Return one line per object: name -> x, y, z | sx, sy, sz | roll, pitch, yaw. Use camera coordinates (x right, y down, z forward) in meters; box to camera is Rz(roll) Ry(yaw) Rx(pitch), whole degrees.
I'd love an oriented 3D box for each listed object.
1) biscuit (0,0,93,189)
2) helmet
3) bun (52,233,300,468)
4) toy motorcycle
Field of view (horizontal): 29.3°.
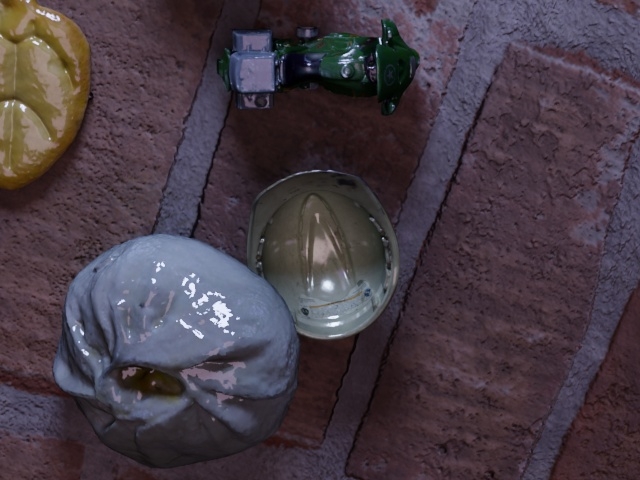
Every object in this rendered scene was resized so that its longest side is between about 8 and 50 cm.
biscuit -> -0.401, -0.192, 1.607 | 0.203, 0.041, 0.260 | 4, 103, -11
helmet -> -0.001, -0.005, 1.675 | 0.204, 0.137, 0.257 | -9, 118, 0
bun -> -0.202, 0.165, 1.620 | 0.355, 0.194, 0.354 | 8, 118, 16
toy motorcycle -> 0.005, -0.224, 1.591 | 0.275, 0.187, 0.124 | -4, 107, -7
